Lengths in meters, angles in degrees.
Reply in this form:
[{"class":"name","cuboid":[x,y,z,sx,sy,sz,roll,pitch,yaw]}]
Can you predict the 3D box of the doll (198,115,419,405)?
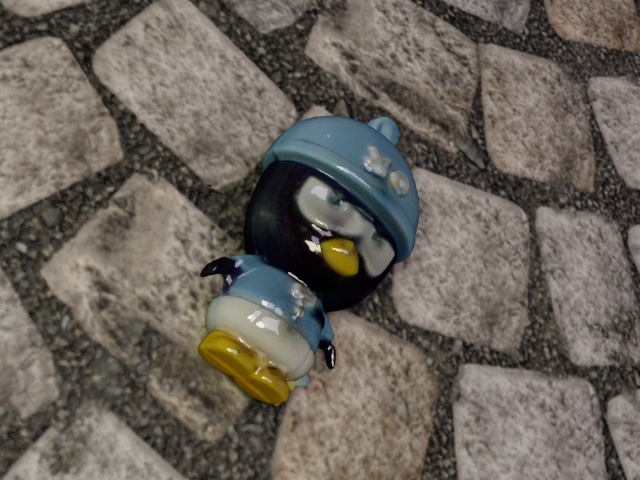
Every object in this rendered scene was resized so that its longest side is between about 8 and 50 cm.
[{"class":"doll","cuboid":[0.000,0.000,0.898,0.177,0.141,0.314,41,60,-24]}]
